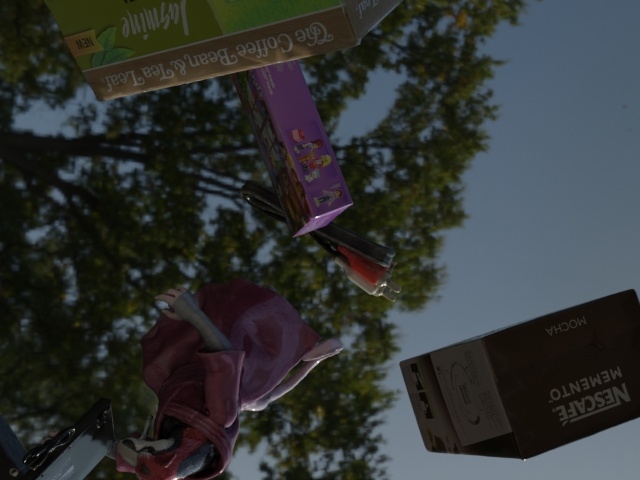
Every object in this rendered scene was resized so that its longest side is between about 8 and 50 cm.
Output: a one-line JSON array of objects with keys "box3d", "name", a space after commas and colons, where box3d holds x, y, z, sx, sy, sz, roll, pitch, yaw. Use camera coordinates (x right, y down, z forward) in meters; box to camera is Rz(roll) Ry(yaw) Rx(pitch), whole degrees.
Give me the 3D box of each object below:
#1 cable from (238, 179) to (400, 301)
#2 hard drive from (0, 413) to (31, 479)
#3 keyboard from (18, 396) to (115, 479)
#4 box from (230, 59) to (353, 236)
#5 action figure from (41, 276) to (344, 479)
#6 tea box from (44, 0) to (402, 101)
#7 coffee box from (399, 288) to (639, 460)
[{"box3d": [0.000, 0.000, 1.429, 0.072, 0.287, 0.139, -63, -178, -8], "name": "cable"}, {"box3d": [-0.519, 0.266, 1.207, 0.237, 0.064, 0.339, -37, -92, 3], "name": "hard drive"}, {"box3d": [-0.279, 0.236, 0.992, 0.023, 0.180, 0.108, 23, -46, 19], "name": "keyboard"}, {"box3d": [-0.052, -0.159, 1.256, 0.201, 0.057, 0.293, 143, -73, -78], "name": "box"}, {"box3d": [-0.147, 0.205, 1.170, 0.248, 0.276, 0.370, -45, -163, 22], "name": "action figure"}, {"box3d": [-0.104, -0.334, 0.870, 0.329, 0.220, 0.323, -5, -58, 38], "name": "tea box"}, {"box3d": [0.211, 0.148, 1.011, 0.297, 0.168, 0.119, 130, -56, -75], "name": "coffee box"}]
